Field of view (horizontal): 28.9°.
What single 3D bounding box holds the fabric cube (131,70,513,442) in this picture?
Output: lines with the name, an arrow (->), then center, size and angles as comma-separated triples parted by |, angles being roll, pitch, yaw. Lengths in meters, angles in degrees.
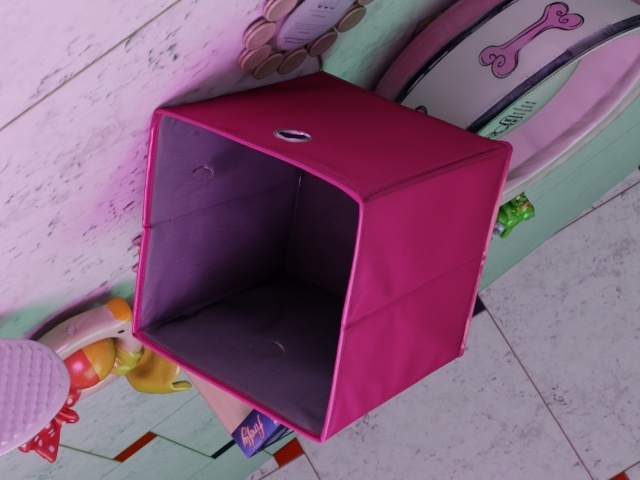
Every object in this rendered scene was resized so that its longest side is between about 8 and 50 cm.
fabric cube -> 0.000, 0.000, 1.237 | 0.258, 0.254, 0.259 | -22, 129, -48

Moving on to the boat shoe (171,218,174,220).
boat shoe -> -0.048, -0.059, 1.435 | 0.285, 0.089, 0.104 | -29, 164, -32

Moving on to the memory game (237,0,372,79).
memory game -> -0.004, -0.220, 1.193 | 0.186, 0.012, 0.186 | -36, 167, -10

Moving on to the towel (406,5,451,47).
towel -> 0.124, -0.240, 1.457 | 0.060, 0.009, 0.083 | -32, 166, -25

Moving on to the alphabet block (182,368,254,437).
alphabet block -> -0.076, 0.126, 1.738 | 0.193, 0.197, 0.192 | -24, 161, -44

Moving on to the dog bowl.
dog bowl -> 0.232, -0.185, 1.536 | 0.408, 0.150, 0.408 | -33, 165, -10

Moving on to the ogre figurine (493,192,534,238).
ogre figurine -> 0.322, -0.073, 2.263 | 0.097, 0.118, 0.197 | -43, 166, 20

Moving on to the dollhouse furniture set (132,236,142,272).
dollhouse furniture set -> -0.189, 0.048, 1.455 | 0.059, 0.076, 0.152 | -39, 167, 2

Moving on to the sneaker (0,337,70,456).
sneaker -> -0.438, 0.215, 1.294 | 0.366, 0.135, 0.150 | -23, 170, -20

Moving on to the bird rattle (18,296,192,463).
bird rattle -> -0.297, 0.150, 1.516 | 0.254, 0.143, 0.207 | -21, 151, -12

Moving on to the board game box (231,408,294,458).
board game box -> 0.011, 0.187, 1.645 | 0.243, 0.042, 0.165 | -24, 161, -43
